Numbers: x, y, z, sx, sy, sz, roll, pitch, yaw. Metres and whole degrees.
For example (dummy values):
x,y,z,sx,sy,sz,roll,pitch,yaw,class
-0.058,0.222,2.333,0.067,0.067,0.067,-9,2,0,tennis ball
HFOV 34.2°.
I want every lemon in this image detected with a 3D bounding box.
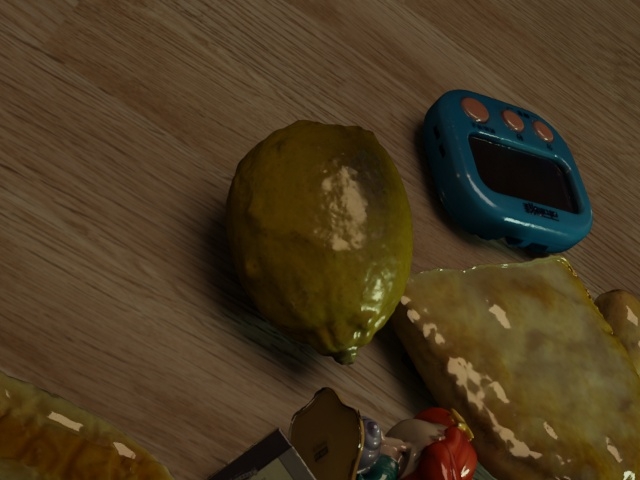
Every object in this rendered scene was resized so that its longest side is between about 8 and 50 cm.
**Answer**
x,y,z,sx,sy,sz,roll,pitch,yaw,class
-0.002,-0.007,1.456,0.285,0.285,0.316,-1,101,-40,lemon

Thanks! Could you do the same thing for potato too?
x,y,z,sx,sy,sz,roll,pitch,yaw,class
0.548,0.176,1.872,0.109,0.118,0.178,-17,80,-8,potato

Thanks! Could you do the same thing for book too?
x,y,z,sx,sy,sz,roll,pitch,yaw,class
-0.047,0.362,1.236,0.157,0.026,0.231,-34,80,-14,book

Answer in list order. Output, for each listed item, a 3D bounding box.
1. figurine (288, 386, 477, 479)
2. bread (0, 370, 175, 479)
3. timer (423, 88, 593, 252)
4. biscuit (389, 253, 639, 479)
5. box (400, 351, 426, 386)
x,y,z,sx,sy,sz,roll,pitch,yaw,class
0.099,0.306,1.367,0.257,0.181,0.208,15,10,-32,figurine
-0.332,0.268,1.051,0.388,0.183,0.236,30,27,-8,bread
0.345,-0.126,1.945,0.340,0.115,0.309,12,50,-32,timer
0.340,0.212,1.629,0.429,0.104,0.446,-10,61,-42,biscuit
0.223,0.219,1.630,0.193,0.030,0.121,46,41,2,box
